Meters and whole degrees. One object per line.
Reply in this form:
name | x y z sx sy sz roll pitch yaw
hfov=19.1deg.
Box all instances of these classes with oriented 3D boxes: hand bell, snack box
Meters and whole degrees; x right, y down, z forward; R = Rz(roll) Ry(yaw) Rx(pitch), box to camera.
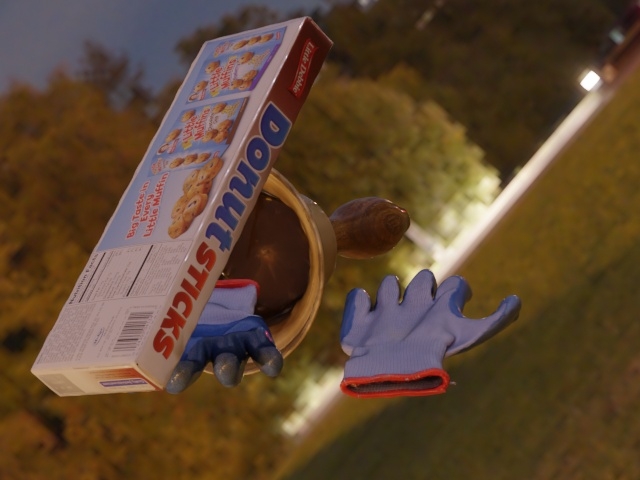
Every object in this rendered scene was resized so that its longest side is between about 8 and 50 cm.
hand bell | 0.000 0.000 1.151 0.126 0.126 0.242 -49 -16 23
snack box | -0.055 -0.016 0.774 0.064 0.022 0.178 -8 47 44

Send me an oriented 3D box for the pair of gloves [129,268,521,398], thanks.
pair of gloves | -0.005 0.041 0.891 0.159 0.198 0.023 -68 -26 -74
